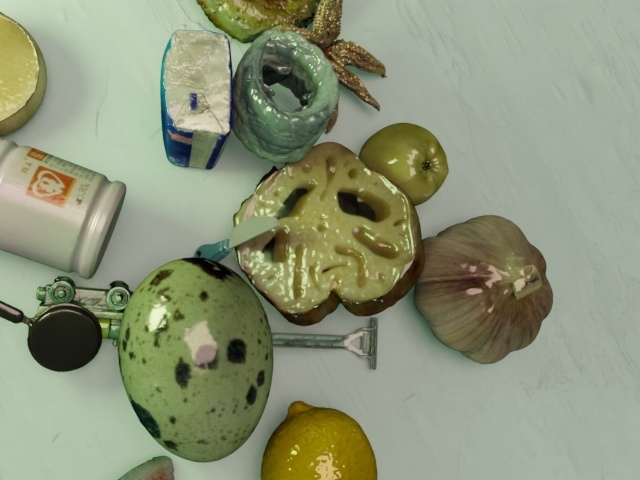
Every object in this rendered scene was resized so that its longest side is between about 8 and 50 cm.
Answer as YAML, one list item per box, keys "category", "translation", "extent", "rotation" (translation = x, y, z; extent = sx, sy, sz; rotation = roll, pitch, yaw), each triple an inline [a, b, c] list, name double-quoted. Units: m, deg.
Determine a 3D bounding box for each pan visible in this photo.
- category: "pan"
  translation: [-0.521, 0.163, 1.468]
  extent: [0.235, 0.028, 0.136]
  rotation: [28, 91, -18]

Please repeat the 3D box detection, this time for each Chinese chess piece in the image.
- category: "Chinese chess piece"
  translation: [-0.667, -0.325, 1.536]
  extent: [0.257, 0.104, 0.257]
  rotation: [2, 81, -14]

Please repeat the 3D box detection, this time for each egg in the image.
- category: "egg"
  translation: [-0.231, 0.221, 1.474]
  extent: [0.287, 0.287, 0.379]
  rotation: [1, 83, -15]

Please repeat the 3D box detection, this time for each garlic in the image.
- category: "garlic"
  translation: [0.347, 0.105, 1.690]
  extent: [0.322, 0.241, 0.322]
  rotation: [-1, 85, 7]

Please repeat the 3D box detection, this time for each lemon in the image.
- category: "lemon"
  translation: [-0.003, 0.440, 1.537]
  extent: [0.228, 0.228, 0.253]
  rotation: [2, 80, -15]

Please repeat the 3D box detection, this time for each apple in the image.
- category: "apple"
  translation: [0.179, -0.160, 1.699]
  extent: [0.200, 0.200, 0.200]
  rotation: [2, 81, -14]

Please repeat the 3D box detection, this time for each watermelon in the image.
- category: "watermelon"
  translation: [-0.354, 0.479, 1.506]
  extent: [0.180, 0.081, 0.094]
  rotation: [1, 57, -49]

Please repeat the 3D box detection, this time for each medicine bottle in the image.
- category: "medicine bottle"
  translation: [-0.545, -0.070, 1.479]
  extent: [0.316, 0.202, 0.202]
  rotation: [21, 77, -12]

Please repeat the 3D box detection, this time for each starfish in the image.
- category: "starfish"
  translation: [0.038, -0.401, 1.724]
  extent: [0.301, 0.084, 0.293]
  rotation: [-45, 114, -7]

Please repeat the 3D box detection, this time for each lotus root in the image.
- category: "lotus root"
  translation: [0.014, -0.016, 1.592]
  extent: [0.390, 0.111, 0.375]
  rotation: [0, 78, 16]

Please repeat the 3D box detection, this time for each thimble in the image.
- category: "thimble"
  translation: [-0.078, -0.285, 1.571]
  extent: [0.205, 0.172, 0.250]
  rotation: [-5, 66, -20]

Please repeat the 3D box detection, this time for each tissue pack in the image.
- category: "tissue pack"
  translation: [-0.251, -0.267, 1.551]
  extent: [0.137, 0.269, 0.209]
  rotation: [-2, 83, -14]

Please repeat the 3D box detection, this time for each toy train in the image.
- category: "toy train"
  translation: [-0.452, 0.140, 1.541]
  extent: [0.200, 0.083, 0.132]
  rotation: [7, 91, -14]

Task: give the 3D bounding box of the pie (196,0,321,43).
- category: "pie"
  translation: [-0.133, -0.590, 1.720]
  extent: [0.355, 0.103, 0.288]
  rotation: [-19, 93, -19]

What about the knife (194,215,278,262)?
- category: "knife"
  translation: [-0.168, -0.006, 1.567]
  extent: [0.032, 0.244, 0.058]
  rotation: [28, 47, -37]

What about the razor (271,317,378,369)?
- category: "razor"
  translation: [0.001, 0.209, 1.638]
  extent: [0.278, 0.056, 0.111]
  rotation: [7, 82, -30]
